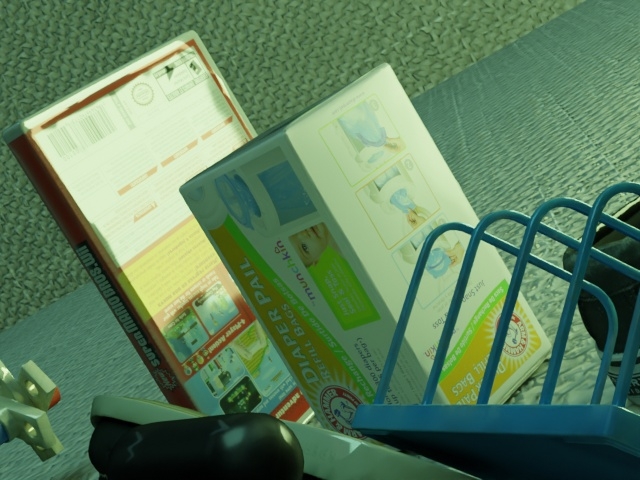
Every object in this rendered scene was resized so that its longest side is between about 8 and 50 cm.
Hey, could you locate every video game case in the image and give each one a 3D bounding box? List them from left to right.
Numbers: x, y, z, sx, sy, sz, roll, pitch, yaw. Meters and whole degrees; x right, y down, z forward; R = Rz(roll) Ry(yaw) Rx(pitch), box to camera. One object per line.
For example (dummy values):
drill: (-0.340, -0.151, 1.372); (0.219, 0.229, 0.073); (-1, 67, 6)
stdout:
video game case: (-0.080, 0.006, 0.966); (0.025, 0.285, 0.204); (-24, 10, 39)

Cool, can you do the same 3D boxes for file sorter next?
file sorter: (0.114, 0.045, 0.521); (0.170, 0.118, 0.104); (-13, 57, 63)

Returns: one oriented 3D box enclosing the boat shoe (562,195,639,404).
boat shoe: (0.238, -0.036, 0.739); (0.306, 0.105, 0.113); (-35, 10, -28)

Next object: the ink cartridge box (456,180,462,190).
ink cartridge box: (0.045, 0.010, 1.120); (0.109, 0.063, 0.150); (-33, 9, -34)

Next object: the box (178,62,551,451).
box: (0.028, 0.018, 0.813); (0.103, 0.203, 0.114); (-37, 9, -40)

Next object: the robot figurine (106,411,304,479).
robot figurine: (-0.092, 0.167, 0.448); (0.209, 0.173, 0.278); (-15, -1, -31)

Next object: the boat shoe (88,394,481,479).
boat shoe: (-0.041, 0.145, 0.643); (0.340, 0.127, 0.113); (-4, 66, 58)

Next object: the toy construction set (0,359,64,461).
toy construction set: (-0.383, 0.208, 1.175); (0.328, 0.151, 0.215); (-24, -40, -31)
